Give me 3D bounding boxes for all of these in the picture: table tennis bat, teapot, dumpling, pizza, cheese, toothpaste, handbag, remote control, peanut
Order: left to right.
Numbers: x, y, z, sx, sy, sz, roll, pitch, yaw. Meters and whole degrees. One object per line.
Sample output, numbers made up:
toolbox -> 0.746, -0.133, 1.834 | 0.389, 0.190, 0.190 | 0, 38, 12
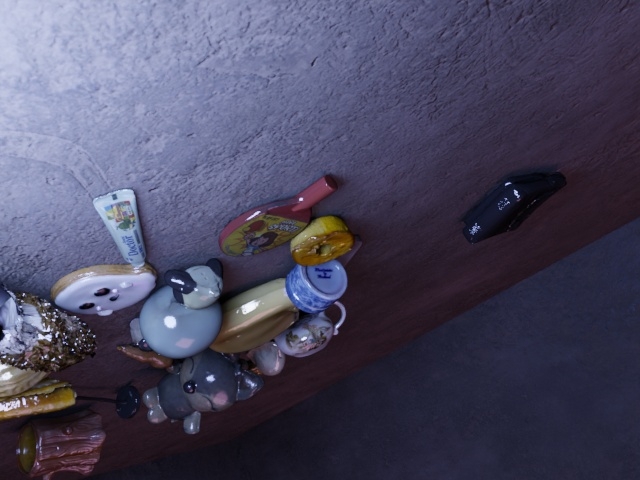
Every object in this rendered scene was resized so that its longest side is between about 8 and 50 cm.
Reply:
peanut -> -0.701, 0.264, 1.173 | 0.305, 0.147, 0.147 | -4, 151, -40
pizza -> -0.730, 0.360, 1.271 | 0.287, 0.074, 0.251 | -2, 178, 36
toothpaste -> -0.355, -0.014, 1.037 | 0.067, 0.037, 0.255 | -17, 153, -16
cheese -> -0.209, 0.226, 1.620 | 0.315, 0.128, 0.260 | -26, 151, -11
dumpling -> -0.208, 0.444, 2.152 | 0.155, 0.181, 0.111 | 4, -161, 8
table tennis bat -> -0.092, -0.047, 1.227 | 0.310, 0.038, 0.200 | -32, 158, 29
teapot -> -0.047, 0.307, 1.949 | 0.298, 0.139, 0.204 | -22, -175, -11
remote control -> 0.049, 0.055, 1.613 | 0.077, 0.022, 0.245 | -13, 156, -28
handbag -> 0.575, -0.103, 1.698 | 0.244, 0.088, 0.275 | -13, 153, -30

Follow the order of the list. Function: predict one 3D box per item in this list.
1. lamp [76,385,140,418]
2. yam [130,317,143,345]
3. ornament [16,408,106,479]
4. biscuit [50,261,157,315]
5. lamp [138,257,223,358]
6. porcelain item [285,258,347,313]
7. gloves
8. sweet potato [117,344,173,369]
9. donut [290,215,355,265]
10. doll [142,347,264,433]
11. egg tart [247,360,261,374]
lamp -> -0.701, 0.479, 1.783 | 0.108, 0.130, 0.371 | -45, 145, -6
yam -> -0.424, 0.239, 1.484 | 0.079, 0.079, 0.141 | -35, 156, 27
ornament -> -0.878, 0.688, 1.895 | 0.235, 0.221, 0.217 | -7, 169, 39
biscuit -> -0.456, 0.109, 1.197 | 0.208, 0.049, 0.181 | -2, 149, -44
lamp -> -0.311, 0.160, 1.303 | 0.197, 0.198, 0.244 | -3, 133, -41
porcelain item -> -0.014, 0.115, 1.519 | 0.147, 0.147, 0.114 | -6, 154, -37
gloves -> -0.555, 0.174, 1.076 | 0.210, 0.135, 0.312 | 11, 160, 21
sweet potato -> -0.494, 0.329, 1.645 | 0.068, 0.068, 0.226 | -29, 144, 14
donut -> 0.000, 0.000, 1.386 | 0.162, 0.066, 0.178 | -14, 158, -10
doll -> -0.374, 0.447, 1.908 | 0.382, 0.252, 0.378 | -26, -170, 13
egg tart -> -0.269, 0.522, 2.319 | 0.130, 0.052, 0.130 | -21, 160, -8
